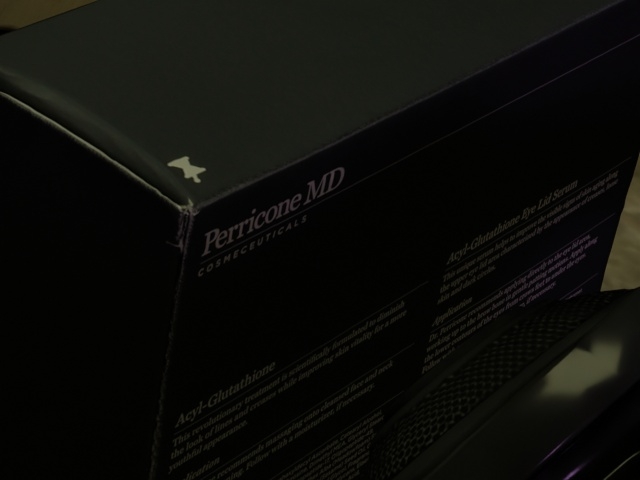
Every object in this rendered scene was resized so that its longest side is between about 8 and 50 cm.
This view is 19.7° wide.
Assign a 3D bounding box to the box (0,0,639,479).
[{"bbox_3d":[0.000,0.000,0.610,0.103,0.184,0.261,33,39,26],"label":"box"}]

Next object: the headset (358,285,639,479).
[{"bbox_3d":[0.064,0.135,0.467,0.394,0.185,0.243,-2,62,-25],"label":"headset"}]

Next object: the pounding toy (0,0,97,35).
[{"bbox_3d":[-0.125,-0.008,0.616,0.094,0.206,0.181,32,0,-19],"label":"pounding toy"}]
